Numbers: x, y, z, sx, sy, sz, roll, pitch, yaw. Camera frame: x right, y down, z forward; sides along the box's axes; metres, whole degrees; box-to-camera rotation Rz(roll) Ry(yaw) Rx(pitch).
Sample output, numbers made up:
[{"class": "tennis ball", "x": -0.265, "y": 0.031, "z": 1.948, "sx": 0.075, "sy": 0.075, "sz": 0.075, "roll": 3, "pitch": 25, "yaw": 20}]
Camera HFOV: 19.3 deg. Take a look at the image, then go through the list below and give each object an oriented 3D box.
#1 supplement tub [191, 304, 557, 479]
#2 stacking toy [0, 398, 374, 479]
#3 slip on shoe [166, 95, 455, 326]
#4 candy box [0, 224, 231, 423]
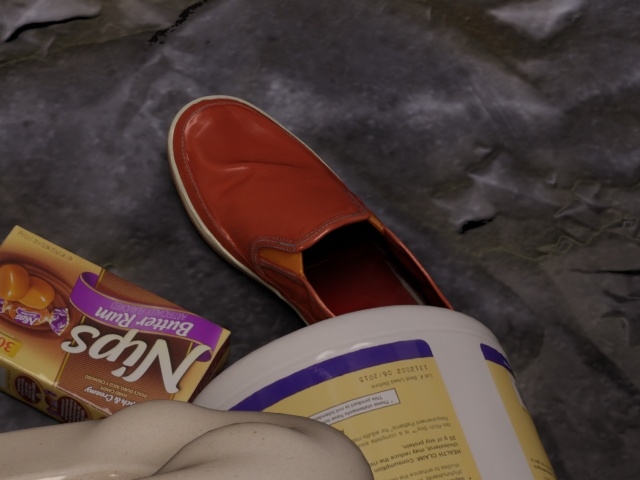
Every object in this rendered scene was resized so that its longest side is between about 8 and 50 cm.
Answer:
[{"class": "supplement tub", "x": 0.058, "y": 0.236, "z": 1.219, "sx": 0.241, "sy": 0.241, "sz": 0.331, "roll": -11, "pitch": 59, "yaw": -16}, {"class": "stacking toy", "x": -0.122, "y": 0.343, "z": 1.037, "sx": 0.350, "sy": 0.350, "sz": 0.480, "roll": -7, "pitch": 93, "yaw": -14}, {"class": "slip on shoe", "x": 0.000, "y": 0.000, "z": 1.448, "sx": 0.123, "sy": 0.101, "sz": 0.331, "roll": -29, "pitch": 65, "yaw": -23}, {"class": "candy box", "x": -0.173, "y": 0.079, "z": 1.396, "sx": 0.186, "sy": 0.053, "sz": 0.109, "roll": 26, "pitch": 57, "yaw": 9}]
